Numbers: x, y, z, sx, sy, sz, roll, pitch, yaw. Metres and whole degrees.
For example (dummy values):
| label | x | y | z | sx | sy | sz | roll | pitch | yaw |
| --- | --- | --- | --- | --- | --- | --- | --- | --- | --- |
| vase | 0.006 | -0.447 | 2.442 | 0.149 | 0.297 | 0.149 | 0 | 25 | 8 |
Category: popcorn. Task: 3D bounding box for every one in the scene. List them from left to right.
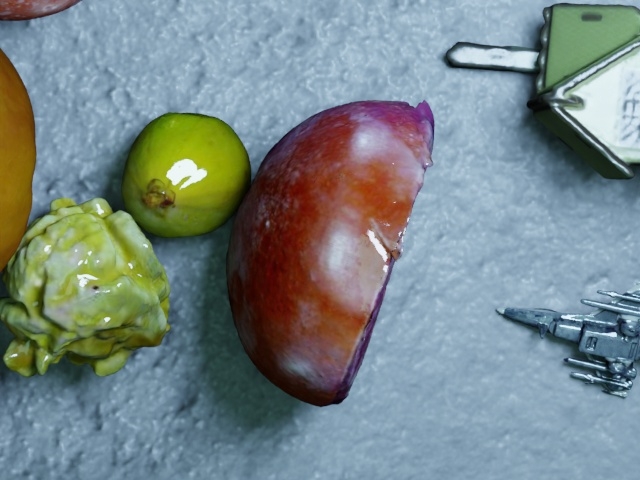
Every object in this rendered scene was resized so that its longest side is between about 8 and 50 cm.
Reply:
| label | x | y | z | sx | sy | sz | roll | pitch | yaw |
| --- | --- | --- | --- | --- | --- | --- | --- | --- | --- |
| popcorn | -0.254 | 0.055 | 1.344 | 0.167 | 0.185 | 0.187 | 15 | 115 | 29 |

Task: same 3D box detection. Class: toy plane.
| label | x | y | z | sx | sy | sz | roll | pitch | yaw |
| --- | --- | --- | --- | --- | --- | --- | --- | --- | --- |
| toy plane | 0.321 | 0.111 | 1.453 | 0.234 | 0.082 | 0.160 | 6 | 120 | -5 |

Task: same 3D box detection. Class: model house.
| label | x | y | z | sx | sy | sz | roll | pitch | yaw |
| --- | --- | --- | --- | --- | --- | --- | --- | --- | --- |
| model house | 0.278 | -0.174 | 1.366 | 0.278 | 0.218 | 0.205 | 8 | 92 | -1 |

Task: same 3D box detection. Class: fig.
| label | x | y | z | sx | sy | sz | roll | pitch | yaw |
| --- | --- | --- | --- | --- | --- | --- | --- | --- | --- |
| fig | -0.148 | -0.069 | 1.380 | 0.136 | 0.121 | 0.153 | 43 | 65 | -9 |

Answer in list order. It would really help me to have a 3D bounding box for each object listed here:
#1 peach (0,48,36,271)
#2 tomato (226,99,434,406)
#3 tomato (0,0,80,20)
| label | x | y | z | sx | sy | sz | roll | pitch | yaw |
| --- | --- | --- | --- | --- | --- | --- | --- | --- | --- |
| peach | -0.437 | -0.074 | 1.253 | 0.301 | 0.343 | 0.343 | 6 | 94 | -35 |
| tomato | -0.002 | -0.005 | 1.313 | 0.176 | 0.289 | 0.335 | 20 | 100 | -3 |
| tomato | -0.323 | -0.345 | 1.279 | 0.270 | 0.270 | 0.227 | 37 | 134 | -6 |
